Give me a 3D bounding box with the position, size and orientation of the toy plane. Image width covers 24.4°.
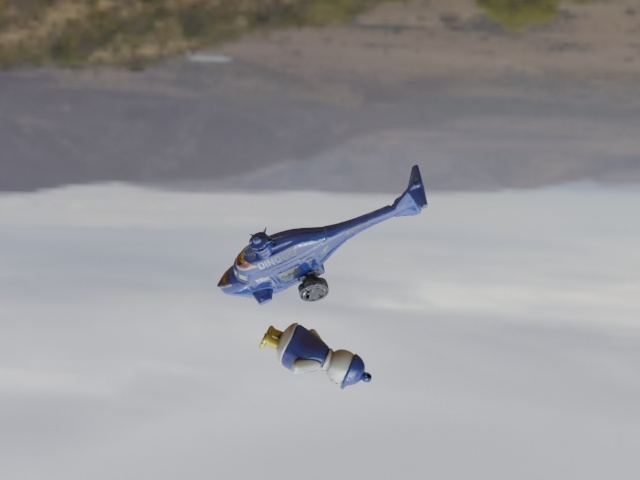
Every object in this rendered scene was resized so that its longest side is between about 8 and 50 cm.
[{"bbox_3d":[0.000,0.000,1.025,0.167,0.054,0.062,-24,141,15],"label":"toy plane"}]

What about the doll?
[{"bbox_3d":[-0.003,0.143,1.818,0.143,0.057,0.099,22,-152,2],"label":"doll"}]
